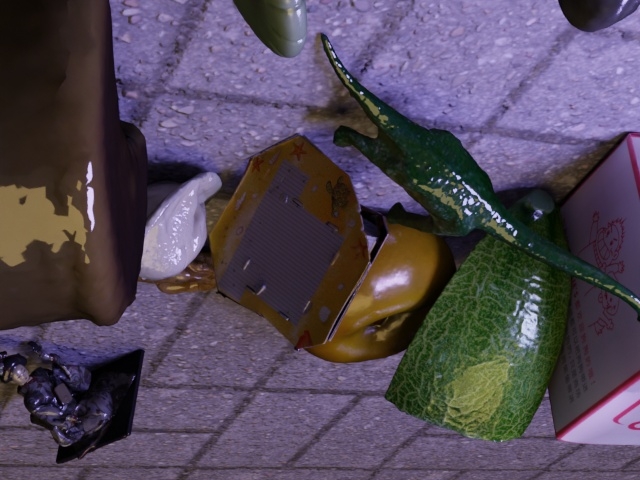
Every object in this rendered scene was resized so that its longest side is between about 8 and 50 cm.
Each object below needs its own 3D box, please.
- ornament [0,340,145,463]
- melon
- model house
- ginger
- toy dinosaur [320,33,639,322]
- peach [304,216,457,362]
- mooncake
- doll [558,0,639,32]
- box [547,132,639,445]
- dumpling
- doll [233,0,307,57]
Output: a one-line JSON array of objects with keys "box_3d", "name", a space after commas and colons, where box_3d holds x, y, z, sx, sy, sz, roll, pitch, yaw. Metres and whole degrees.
[{"box_3d": [-0.388, 0.209, 1.882, 0.153, 0.166, 0.196, -27, 132, 29], "name": "ornament"}, {"box_3d": [0.225, 0.094, 1.662, 0.196, 0.124, 0.323, 17, 110, -7], "name": "melon"}, {"box_3d": [0.000, 0.000, 1.529, 0.136, 0.207, 0.219, 4, 116, -59], "name": "model house"}, {"box_3d": [-0.187, 0.034, 1.661, 0.176, 0.052, 0.193, -5, 170, -7], "name": "ginger"}, {"box_3d": [0.173, -0.050, 1.395, 0.301, 0.087, 0.447, 22, 162, 41], "name": "toy dinosaur"}, {"box_3d": [0.063, 0.064, 1.705, 0.251, 0.153, 0.251, -21, 155, -10], "name": "peach"}, {"box_3d": [-0.292, -0.111, 1.187, 0.246, 0.393, 0.394, -6, 112, -6], "name": "mooncake"}, {"box_3d": [0.133, -0.355, 0.848, 0.379, 0.252, 0.382, 10, 124, 15], "name": "doll"}, {"box_3d": [0.474, 0.077, 1.652, 0.300, 0.314, 0.312, 5, 150, -18], "name": "box"}, {"box_3d": [-0.177, -0.024, 1.499, 0.155, 0.181, 0.111, -47, 112, 2], "name": "dumpling"}, {"box_3d": [-0.126, -0.260, 0.943, 0.216, 0.284, 0.268, -36, 130, -15], "name": "doll"}]
